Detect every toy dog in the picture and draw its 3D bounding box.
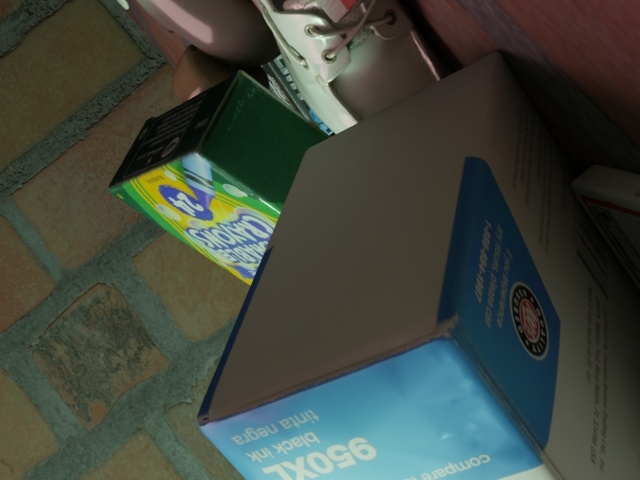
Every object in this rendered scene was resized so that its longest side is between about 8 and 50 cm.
[{"bbox_3d":[-0.123,-0.262,0.972,0.333,0.220,0.161,56,-148,-3],"label":"toy dog"}]

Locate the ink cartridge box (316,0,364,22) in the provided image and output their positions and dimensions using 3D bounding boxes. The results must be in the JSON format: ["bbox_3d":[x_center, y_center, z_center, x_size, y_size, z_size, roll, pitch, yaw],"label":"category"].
[{"bbox_3d":[-0.022,-0.237,0.674,0.198,0.067,0.115,49,176,-6],"label":"ink cartridge box"}]

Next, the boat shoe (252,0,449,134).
[{"bbox_3d":[0.007,-0.164,0.793,0.277,0.098,0.096,51,177,5],"label":"boat shoe"}]

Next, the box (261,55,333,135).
[{"bbox_3d":[-0.033,-0.179,1.257,0.295,0.073,0.293,53,174,-28],"label":"box"}]

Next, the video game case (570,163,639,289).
[{"bbox_3d":[0.256,0.058,0.588,0.204,0.025,0.285,52,176,-16],"label":"video game case"}]

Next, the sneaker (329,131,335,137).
[{"bbox_3d":[0.091,-0.038,1.030,0.153,0.094,0.235,48,175,18],"label":"sneaker"}]

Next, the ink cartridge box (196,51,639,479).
[{"bbox_3d":[0.134,0.128,0.705,0.395,0.166,0.285,52,-150,-22],"label":"ink cartridge box"}]

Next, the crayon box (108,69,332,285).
[{"bbox_3d":[0.000,0.000,0.945,0.323,0.083,0.203,34,159,-22],"label":"crayon box"}]
